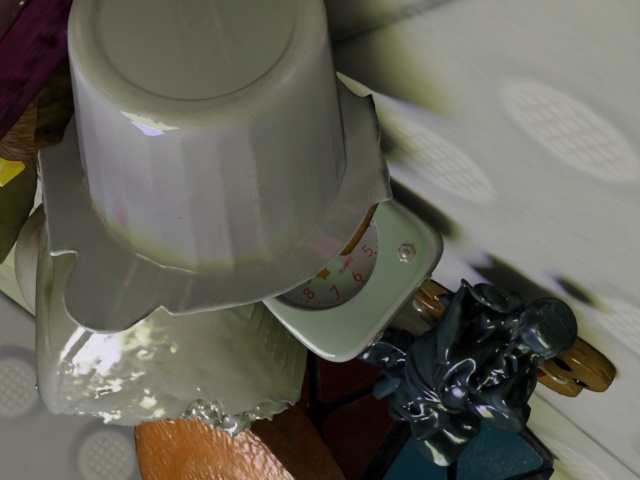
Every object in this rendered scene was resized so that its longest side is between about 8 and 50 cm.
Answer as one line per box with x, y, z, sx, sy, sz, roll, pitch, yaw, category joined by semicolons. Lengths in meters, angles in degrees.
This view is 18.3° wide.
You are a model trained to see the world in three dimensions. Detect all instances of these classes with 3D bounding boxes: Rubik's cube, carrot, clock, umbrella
0.066;0.255;2.225;0.255;0.259;0.260;22;165;47;Rubik's cube
-0.064;0.265;2.033;0.307;0.100;0.258;53;143;4;carrot
0.000;0.000;1.754;0.191;0.151;0.062;41;-167;8;clock
0.135;0.116;1.807;0.143;0.094;0.349;41;158;-6;umbrella

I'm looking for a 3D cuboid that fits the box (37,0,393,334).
-0.102;-0.093;1.438;0.262;0.291;0.206;34;156;20;box

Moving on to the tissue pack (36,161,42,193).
-0.437;-0.181;2.329;0.170;0.071;0.325;17;156;51;tissue pack

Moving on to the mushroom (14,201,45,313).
-0.211;0.007;2.176;0.246;0.202;0.246;11;-161;-4;mushroom

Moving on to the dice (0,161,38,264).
-0.477;-0.065;2.211;0.238;0.233;0.227;3;146;43;dice

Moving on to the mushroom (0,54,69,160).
-0.346;-0.217;1.737;0.345;0.239;0.345;11;165;3;mushroom

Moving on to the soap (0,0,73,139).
-0.265;-0.162;1.471;0.127;0.325;0.220;41;-160;3;soap

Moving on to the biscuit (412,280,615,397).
0.184;0.102;1.879;0.158;0.035;0.240;41;166;-30;biscuit

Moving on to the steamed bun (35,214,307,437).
-0.172;0.047;1.911;0.290;0.272;0.273;-101;-14;-48;steamed bun

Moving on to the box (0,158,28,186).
-0.344;-0.147;2.035;0.152;0.043;0.269;52;-173;-12;box

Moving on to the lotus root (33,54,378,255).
-0.095;-0.057;1.646;0.291;0.193;0.193;9;165;-1;lotus root
